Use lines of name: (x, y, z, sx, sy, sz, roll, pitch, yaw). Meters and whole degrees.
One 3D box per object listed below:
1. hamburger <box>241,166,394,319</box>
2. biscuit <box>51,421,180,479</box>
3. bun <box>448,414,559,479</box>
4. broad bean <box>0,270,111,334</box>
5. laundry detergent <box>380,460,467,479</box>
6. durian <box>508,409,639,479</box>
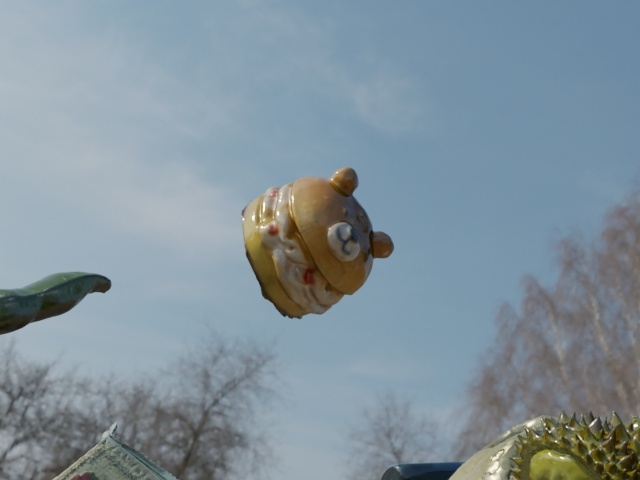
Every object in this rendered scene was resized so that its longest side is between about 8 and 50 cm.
hamburger: (0.000, 0.000, 1.801, 0.237, 0.276, 0.276, -24, -43, 19)
biscuit: (-0.358, 0.417, 1.371, 0.186, 0.309, 0.079, 36, -51, 17)
bun: (0.325, 0.413, 1.453, 0.234, 0.326, 0.362, 65, -16, 2)
broad bean: (-0.407, 0.087, 1.294, 0.077, 0.339, 0.061, -40, -98, 21)
laundry detergent: (0.217, 0.433, 1.675, 0.206, 0.061, 0.096, 1, -43, -21)
durian: (0.328, 0.304, 1.156, 0.172, 0.166, 0.306, 4, -31, -27)
